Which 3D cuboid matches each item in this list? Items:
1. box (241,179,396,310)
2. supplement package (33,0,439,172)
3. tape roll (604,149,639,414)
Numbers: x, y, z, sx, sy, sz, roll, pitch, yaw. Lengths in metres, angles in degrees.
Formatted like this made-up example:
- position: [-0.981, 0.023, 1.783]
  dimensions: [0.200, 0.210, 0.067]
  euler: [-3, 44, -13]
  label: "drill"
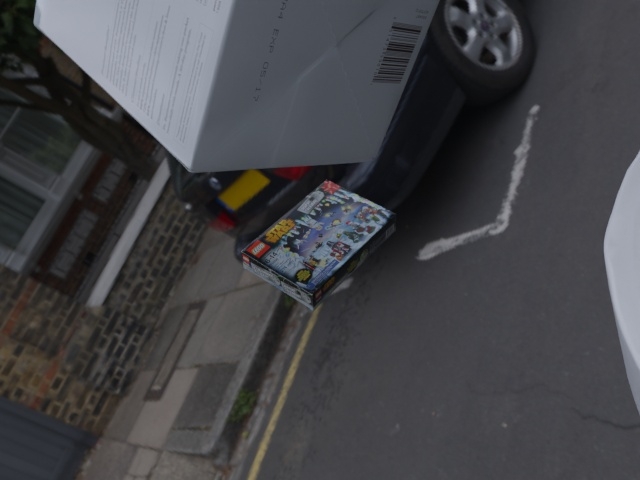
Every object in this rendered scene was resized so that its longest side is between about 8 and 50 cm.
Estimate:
- position: [0.000, 0.000, 0.686]
  dimensions: [0.137, 0.094, 0.027]
  euler: [-43, -34, -32]
  label: "box"
- position: [-0.071, -0.208, 0.543]
  dimensions: [0.263, 0.198, 0.199]
  euler: [41, 124, 33]
  label: "supplement package"
- position: [0.281, 0.025, 0.293]
  dimensions: [0.286, 0.100, 0.286]
  euler: [-16, 48, 18]
  label: "tape roll"
